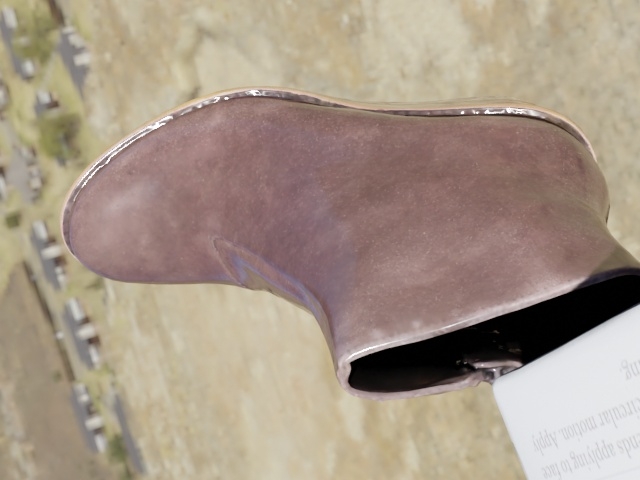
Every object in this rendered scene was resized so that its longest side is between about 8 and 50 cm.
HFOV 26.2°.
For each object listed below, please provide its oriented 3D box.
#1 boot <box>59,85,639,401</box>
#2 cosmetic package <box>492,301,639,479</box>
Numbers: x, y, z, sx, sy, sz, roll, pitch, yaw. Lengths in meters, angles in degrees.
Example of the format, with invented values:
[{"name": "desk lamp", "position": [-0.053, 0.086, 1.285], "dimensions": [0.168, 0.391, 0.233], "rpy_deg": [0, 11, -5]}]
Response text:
[{"name": "boot", "position": [0.000, 0.000, 0.576], "dimensions": [0.207, 0.248, 0.090], "rpy_deg": [-95, -7, -66]}, {"name": "cosmetic package", "position": [0.162, 0.080, 0.323], "dimensions": [0.184, 0.151, 0.151], "rpy_deg": [69, 159, 11]}]
